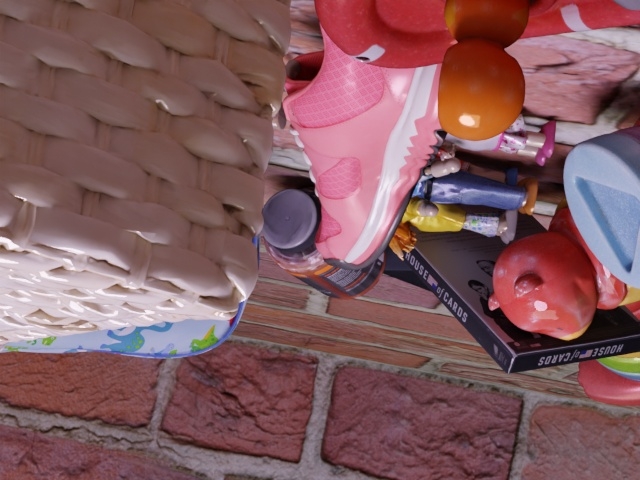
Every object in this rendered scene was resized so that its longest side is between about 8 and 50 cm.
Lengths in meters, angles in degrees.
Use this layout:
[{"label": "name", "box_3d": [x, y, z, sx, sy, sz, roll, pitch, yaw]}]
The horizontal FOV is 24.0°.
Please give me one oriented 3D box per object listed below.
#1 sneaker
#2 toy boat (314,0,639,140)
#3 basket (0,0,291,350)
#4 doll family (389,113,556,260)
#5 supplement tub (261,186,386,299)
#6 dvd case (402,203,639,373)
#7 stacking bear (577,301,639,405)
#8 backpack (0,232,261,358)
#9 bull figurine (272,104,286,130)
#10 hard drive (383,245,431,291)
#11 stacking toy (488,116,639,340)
[{"label": "sneaker", "box_3d": [0.029, -0.095, 1.199, 0.136, 0.116, 0.314, 26, 146, 1]}, {"label": "toy boat", "box_3d": [0.097, -0.133, 0.898, 0.231, 0.151, 0.151, -1, 163, 45]}, {"label": "basket", "box_3d": [-0.211, -0.135, 0.758, 0.331, 0.328, 0.266, 21, 160, -41]}, {"label": "doll family", "box_3d": [0.109, -0.047, 1.386, 0.163, 0.118, 0.263, 9, 167, -3]}, {"label": "supplement tub", "box_3d": [0.000, 0.000, 1.757, 0.106, 0.106, 0.198, 6, 168, 23]}, {"label": "dvd case", "box_3d": [0.186, 0.037, 1.484, 0.179, 0.029, 0.239, -6, -142, -33]}, {"label": "stacking bear", "box_3d": [0.338, 0.061, 1.648, 0.164, 0.175, 0.289, 7, 161, 28]}, {"label": "backpack", "box_3d": [-0.236, -0.003, 1.538, 0.273, 0.290, 0.355, 14, -178, 44]}, {"label": "bull figurine", "box_3d": [-0.138, -0.148, 1.181, 0.188, 0.101, 0.310, 1, 168, 25]}, {"label": "hard drive", "box_3d": [0.189, 0.029, 1.855, 0.254, 0.054, 0.172, -1, 164, 45]}, {"label": "stacking toy", "box_3d": [0.274, 0.055, 1.262, 0.130, 0.279, 0.309, -28, 164, -19]}]
